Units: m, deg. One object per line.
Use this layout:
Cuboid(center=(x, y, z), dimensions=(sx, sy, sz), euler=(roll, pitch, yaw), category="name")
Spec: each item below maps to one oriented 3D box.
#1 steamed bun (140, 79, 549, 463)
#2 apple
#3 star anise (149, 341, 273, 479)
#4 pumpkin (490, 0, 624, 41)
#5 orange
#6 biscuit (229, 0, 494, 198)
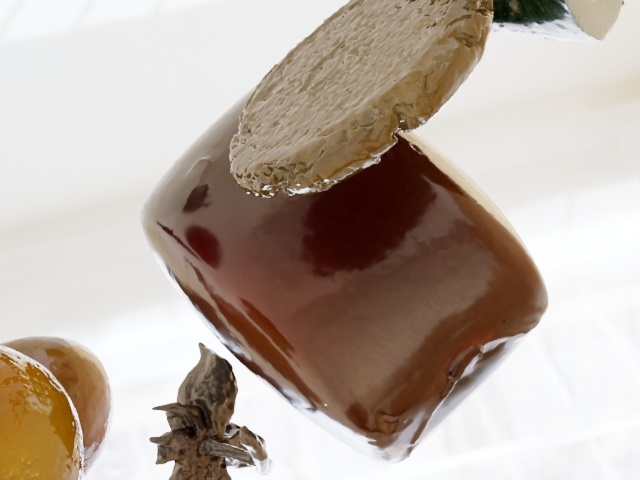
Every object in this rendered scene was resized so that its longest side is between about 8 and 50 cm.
Cuboid(center=(0.000, 0.000, 1.369), dimensions=(0.248, 0.235, 0.379), euler=(48, 176, -29), category="steamed bun")
Cuboid(center=(-0.349, 0.218, 1.960), dimensions=(0.235, 0.210, 0.173), euler=(-50, 47, 51), category="apple")
Cuboid(center=(-0.062, 0.158, 1.425), dimensions=(0.227, 0.218, 0.148), euler=(-3, 80, 44), category="star anise")
Cuboid(center=(0.122, -0.292, 1.247), dimensions=(0.293, 0.197, 0.263), euler=(60, -136, -55), category="pumpkin")
Cuboid(center=(-0.247, 0.154, 1.123), dimensions=(0.155, 0.177, 0.178), euler=(47, -160, -52), category="orange")
Cuboid(center=(0.026, -0.105, 1.108), dimensions=(0.042, 0.226, 0.226), euler=(47, -176, -24), category="biscuit")
